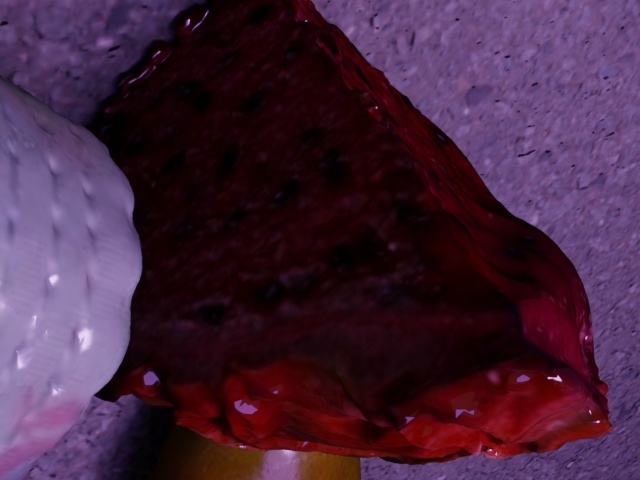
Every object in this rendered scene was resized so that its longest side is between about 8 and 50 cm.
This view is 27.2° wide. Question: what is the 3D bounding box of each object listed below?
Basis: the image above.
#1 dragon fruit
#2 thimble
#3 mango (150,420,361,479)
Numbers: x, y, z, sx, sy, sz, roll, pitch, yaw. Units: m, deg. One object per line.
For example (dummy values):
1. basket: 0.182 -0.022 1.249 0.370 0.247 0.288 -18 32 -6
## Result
1. dragon fruit: 0.000 0.000 0.611 0.302 0.330 0.240 -23 117 -15
2. thimble: -0.185 0.024 0.532 0.149 0.185 0.211 30 74 -52
3. mango: -0.044 0.162 0.850 0.146 0.129 0.289 -10 125 -26
